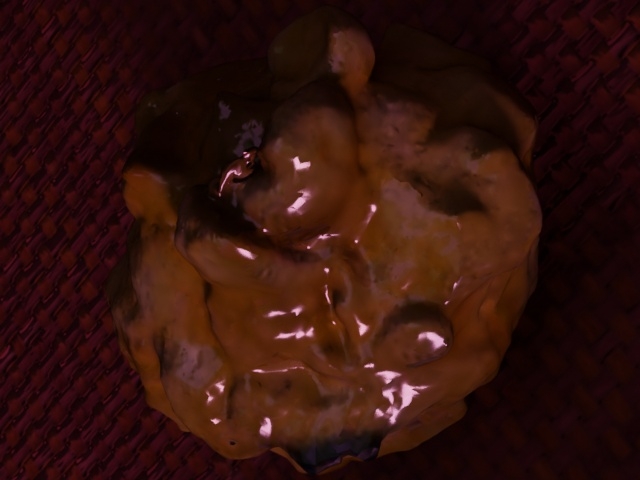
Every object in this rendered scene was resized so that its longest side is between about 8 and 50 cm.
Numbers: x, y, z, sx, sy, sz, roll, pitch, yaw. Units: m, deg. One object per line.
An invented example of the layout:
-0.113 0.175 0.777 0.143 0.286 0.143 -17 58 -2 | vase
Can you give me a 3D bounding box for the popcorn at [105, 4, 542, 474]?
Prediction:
0.000 0.000 1.005 0.286 0.215 0.252 -37 105 22 | popcorn
